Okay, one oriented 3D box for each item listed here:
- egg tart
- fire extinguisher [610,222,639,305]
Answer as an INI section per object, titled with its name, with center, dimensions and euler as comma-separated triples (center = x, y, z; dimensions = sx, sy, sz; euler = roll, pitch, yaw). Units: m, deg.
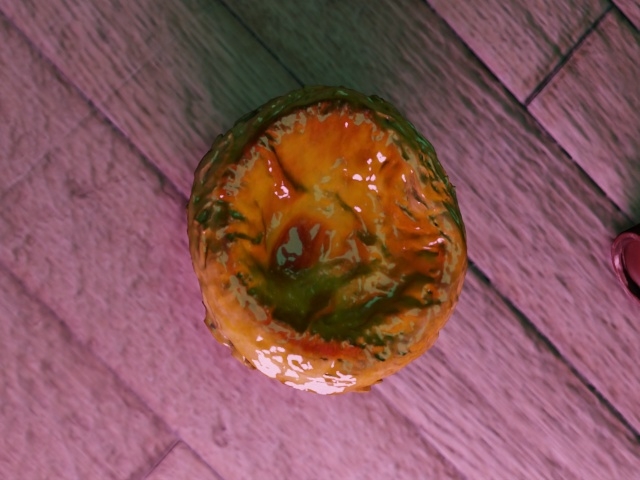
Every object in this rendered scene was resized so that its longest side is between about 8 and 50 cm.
[egg tart]
center = 0.000, 0.000, 1.330
dimensions = 0.295, 0.116, 0.294
euler = 3, 82, -21
[fire extinguisher]
center = 0.446, -0.020, 1.496
dimensions = 0.269, 0.105, 0.104
euler = -25, 90, -21
